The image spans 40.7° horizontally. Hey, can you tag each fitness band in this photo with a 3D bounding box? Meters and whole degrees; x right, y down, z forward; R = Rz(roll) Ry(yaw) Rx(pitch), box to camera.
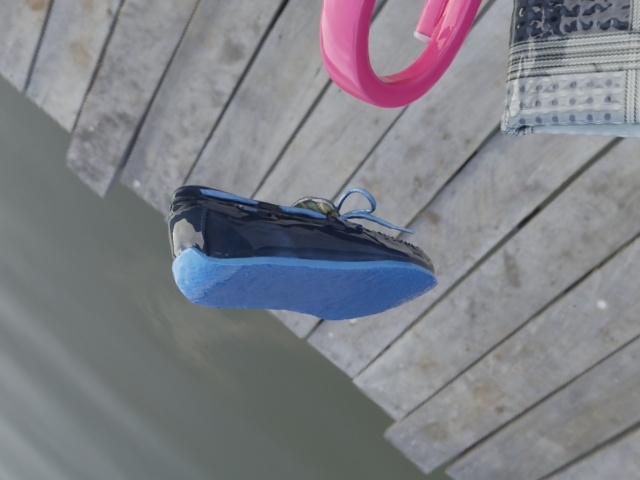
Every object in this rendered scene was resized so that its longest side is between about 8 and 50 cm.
[{"bbox_3d":[0.093,-0.268,0.810,0.054,0.209,0.291,30,111,31],"label":"fitness band"}]

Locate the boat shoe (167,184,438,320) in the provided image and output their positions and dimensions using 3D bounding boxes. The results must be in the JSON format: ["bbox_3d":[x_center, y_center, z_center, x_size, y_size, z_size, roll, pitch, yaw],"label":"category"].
[{"bbox_3d":[0.000,0.000,0.661,0.109,0.258,0.089,-35,60,28],"label":"boat shoe"}]

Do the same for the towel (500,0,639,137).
[{"bbox_3d":[0.356,-0.253,0.867,0.324,0.056,0.312,2,78,28],"label":"towel"}]
